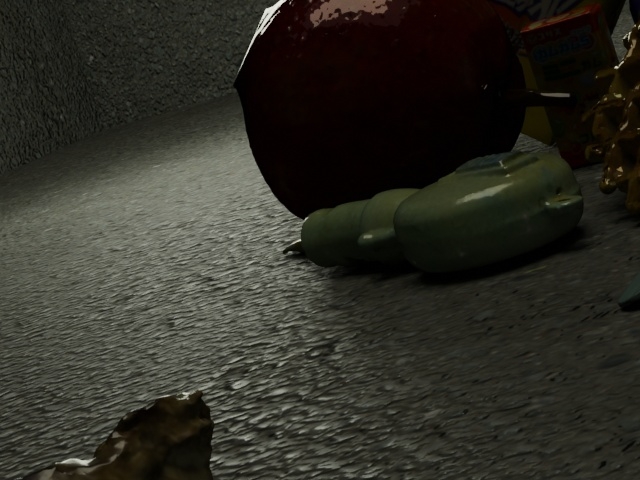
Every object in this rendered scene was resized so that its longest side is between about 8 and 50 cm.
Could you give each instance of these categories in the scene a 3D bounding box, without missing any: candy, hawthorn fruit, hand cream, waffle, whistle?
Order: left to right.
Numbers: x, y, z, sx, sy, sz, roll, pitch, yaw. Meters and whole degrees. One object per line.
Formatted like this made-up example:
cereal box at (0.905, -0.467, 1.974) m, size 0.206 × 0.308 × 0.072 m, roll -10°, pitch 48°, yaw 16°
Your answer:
hand cream at (0.000, 0.000, 1.391) m, size 0.035 × 0.022 × 0.102 m, roll -26°, pitch 7°, yaw -20°
hawthorn fruit at (0.072, -0.119, 1.374) m, size 0.266 × 0.210 × 0.230 m, roll -4°, pitch -17°, yaw 31°
whistle at (0.080, -0.017, 1.201) m, size 0.126 × 0.067 × 0.258 m, roll -24°, pitch 9°, yaw -38°
candy at (0.209, -0.122, 1.395) m, size 0.062 × 0.122 × 0.038 m, roll -14°, pitch 14°, yaw 24°
waffle at (0.261, -0.117, 1.136) m, size 0.228 × 0.051 × 0.231 m, roll -47°, pitch 26°, yaw 24°

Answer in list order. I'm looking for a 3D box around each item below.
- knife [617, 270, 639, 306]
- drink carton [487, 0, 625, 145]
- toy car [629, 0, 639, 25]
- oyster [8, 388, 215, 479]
knife at (0.284, -0.064, 0.982) m, size 0.331 × 0.044 × 0.080 m, roll -36°, pitch 9°, yaw -10°
drink carton at (0.209, -0.276, 1.539) m, size 0.155 × 0.351 × 0.111 m, roll 26°, pitch 26°, yaw 14°
toy car at (0.346, -0.187, 1.448) m, size 0.158 × 0.172 × 0.235 m, roll -33°, pitch 9°, yaw 13°
oyster at (-0.147, 0.143, 0.658) m, size 0.214 × 0.083 × 0.223 m, roll -18°, pitch 15°, yaw 13°
